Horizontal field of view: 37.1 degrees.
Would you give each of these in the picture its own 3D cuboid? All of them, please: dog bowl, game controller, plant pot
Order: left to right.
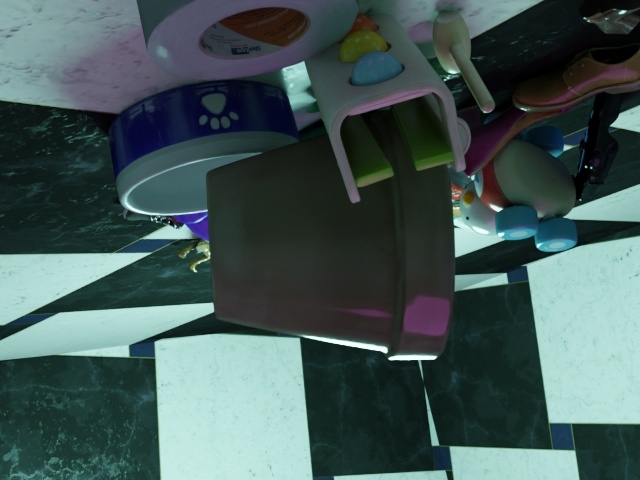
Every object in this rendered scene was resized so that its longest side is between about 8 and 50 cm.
[{"bbox_3d":[-0.160,-0.125,1.339,0.264,0.104,0.265,-13,169,-3],"label":"dog bowl"},{"bbox_3d":[0.000,0.000,1.213,0.280,0.323,0.323,-4,168,-5],"label":"plant pot"},{"bbox_3d":[0.481,-0.174,1.675,0.067,0.167,0.319,3,172,11],"label":"game controller"}]

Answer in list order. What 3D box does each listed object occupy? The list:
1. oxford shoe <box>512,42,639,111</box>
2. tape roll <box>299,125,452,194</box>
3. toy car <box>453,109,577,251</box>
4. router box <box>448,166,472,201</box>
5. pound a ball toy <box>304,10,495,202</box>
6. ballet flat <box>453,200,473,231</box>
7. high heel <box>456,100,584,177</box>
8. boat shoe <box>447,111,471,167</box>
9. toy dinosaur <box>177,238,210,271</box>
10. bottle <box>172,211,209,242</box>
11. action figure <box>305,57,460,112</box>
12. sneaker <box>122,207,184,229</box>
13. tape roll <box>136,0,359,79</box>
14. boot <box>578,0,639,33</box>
[{"bbox_3d":[0.394,-0.257,1.460,0.212,0.076,0.076,-14,139,18],"label":"oxford shoe"},{"bbox_3d":[0.060,-0.055,1.593,0.321,0.077,0.321,3,139,3],"label":"tape roll"},{"bbox_3d":[0.314,-0.078,1.720,0.210,0.219,0.238,13,154,-38],"label":"toy car"},{"bbox_3d":[0.094,-0.101,1.786,0.301,0.082,0.335,-18,167,25],"label":"router box"},{"bbox_3d":[0.094,-0.187,1.064,0.208,0.136,0.319,-16,-152,2],"label":"pound a ball toy"},{"bbox_3d":[0.380,-0.067,2.251,0.247,0.087,0.083,-17,168,21],"label":"ballet flat"},{"bbox_3d":[0.337,-0.184,1.559,0.244,0.117,0.082,-13,159,7],"label":"high heel"},{"bbox_3d":[0.064,-0.097,1.408,0.335,0.112,0.095,-29,-146,-7],"label":"boat shoe"},{"bbox_3d":[-0.252,0.014,2.054,0.112,0.064,0.211,-34,173,12],"label":"toy dinosaur"},{"bbox_3d":[-0.176,-0.043,1.600,0.092,0.118,0.283,-51,144,-3],"label":"bottle"},{"bbox_3d":[0.105,-0.208,1.330,0.137,0.064,0.232,-18,179,-44],"label":"action figure"},{"bbox_3d":[-0.268,-0.049,1.675,0.157,0.065,0.061,-13,168,-2],"label":"sneaker"},{"bbox_3d":[-0.074,-0.240,0.965,0.219,0.072,0.219,-12,168,-2],"label":"tape roll"},{"bbox_3d":[0.413,-0.306,1.273,0.106,0.037,0.114,-5,172,37],"label":"boot"}]
